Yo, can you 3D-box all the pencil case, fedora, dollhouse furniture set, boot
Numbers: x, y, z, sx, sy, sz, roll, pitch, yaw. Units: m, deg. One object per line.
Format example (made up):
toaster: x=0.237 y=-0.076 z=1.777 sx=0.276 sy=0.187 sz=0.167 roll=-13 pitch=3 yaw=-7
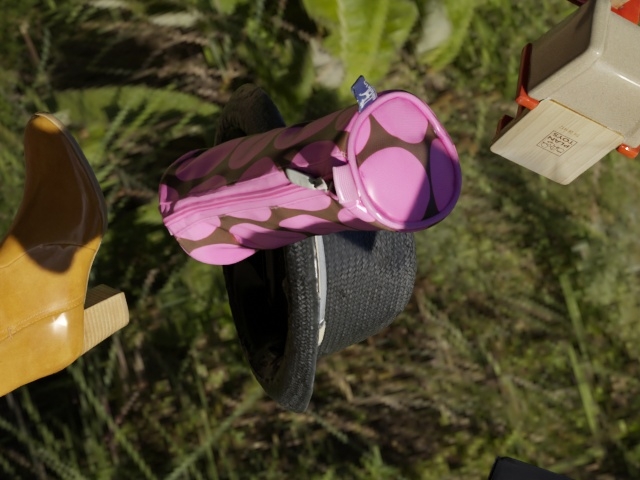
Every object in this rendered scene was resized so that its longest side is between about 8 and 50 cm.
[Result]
pencil case: x=-0.018 y=-0.034 z=0.779 sx=0.098 sy=0.209 sz=0.095 roll=-34 pitch=103 yaw=-38
fedora: x=0.000 y=0.000 z=1.255 sx=0.334 sy=0.152 sz=0.334 roll=169 pitch=-90 yaw=-72
dollhouse furniture set: x=0.203 y=-0.188 z=0.940 sx=0.262 sy=0.135 sz=0.259 roll=24 pitch=58 yaw=-15
boot: x=-0.347 y=0.020 z=1.447 sx=0.211 sy=0.104 sz=0.295 roll=-26 pitch=110 yaw=-35

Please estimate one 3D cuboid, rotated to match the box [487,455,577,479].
box: x=0.384 y=0.393 z=1.471 sx=0.318 sy=0.394 sz=0.097 roll=70 pitch=40 yaw=-60
